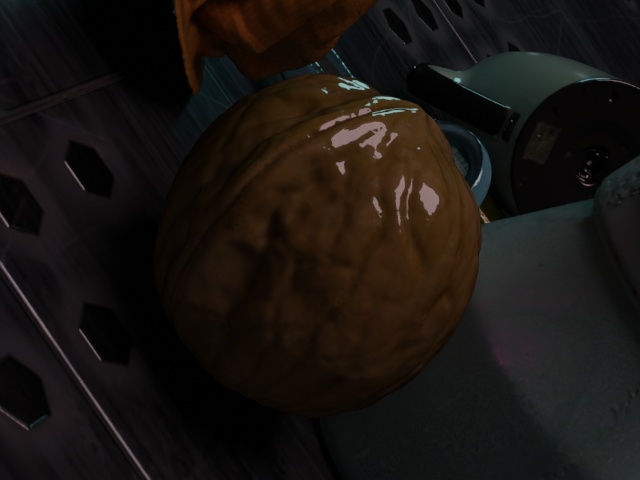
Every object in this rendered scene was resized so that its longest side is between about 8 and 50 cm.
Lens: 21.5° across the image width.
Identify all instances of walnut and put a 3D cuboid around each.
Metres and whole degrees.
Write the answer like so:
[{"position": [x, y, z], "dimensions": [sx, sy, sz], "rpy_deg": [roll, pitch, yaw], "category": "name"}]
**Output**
[{"position": [0.000, 0.000, 1.102], "dimensions": [0.228, 0.228, 0.228], "rpy_deg": [41, 29, -29], "category": "walnut"}]

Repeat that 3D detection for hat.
[{"position": [0.007, -0.242, 1.298], "dimensions": [0.244, 0.233, 0.233], "rpy_deg": [-86, 172, -72], "category": "hat"}]

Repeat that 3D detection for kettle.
[{"position": [0.191, -0.108, 1.600], "dimensions": [0.221, 0.161, 0.236], "rpy_deg": [20, 11, -20], "category": "kettle"}]

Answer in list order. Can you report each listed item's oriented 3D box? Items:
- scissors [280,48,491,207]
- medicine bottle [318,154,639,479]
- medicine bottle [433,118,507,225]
[{"position": [0.009, -0.095, 1.354], "dimensions": [0.032, 0.180, 0.393], "rpy_deg": [60, 2, -42], "category": "scissors"}, {"position": [0.176, 0.092, 1.226], "dimensions": [0.245, 0.290, 0.245], "rpy_deg": [41, 29, -28], "category": "medicine bottle"}, {"position": [0.144, -0.007, 1.543], "dimensions": [0.218, 0.074, 0.074], "rpy_deg": [55, 25, 1], "category": "medicine bottle"}]
